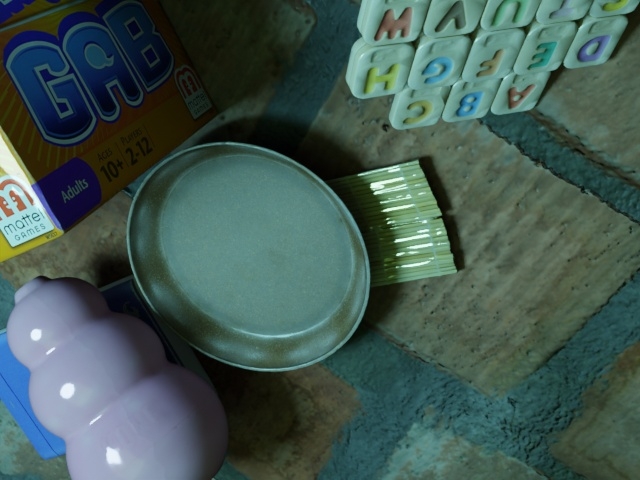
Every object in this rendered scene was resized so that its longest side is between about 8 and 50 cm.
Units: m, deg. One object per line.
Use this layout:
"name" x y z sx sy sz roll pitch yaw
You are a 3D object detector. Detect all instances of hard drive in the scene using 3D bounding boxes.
"hard drive" -0.329 0.188 1.288 0.318 0.040 0.210 -22 106 26

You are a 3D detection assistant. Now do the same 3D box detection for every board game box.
"board game box" -0.397 -0.172 0.954 0.356 0.356 0.356 -20 107 25

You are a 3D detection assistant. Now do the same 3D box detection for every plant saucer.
"plant saucer" -0.085 0.019 1.100 0.310 0.050 0.311 8 118 15

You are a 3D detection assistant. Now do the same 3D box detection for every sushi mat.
"sushi mat" 0.000 0.000 1.102 0.316 0.019 0.151 -11 112 23

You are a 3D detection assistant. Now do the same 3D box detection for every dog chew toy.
"dog chew toy" -0.266 0.187 1.135 0.206 0.206 0.332 -36 92 29

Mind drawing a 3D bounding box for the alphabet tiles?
"alphabet tiles" 0.167 -0.200 0.834 0.284 0.021 0.278 -11 150 -16
